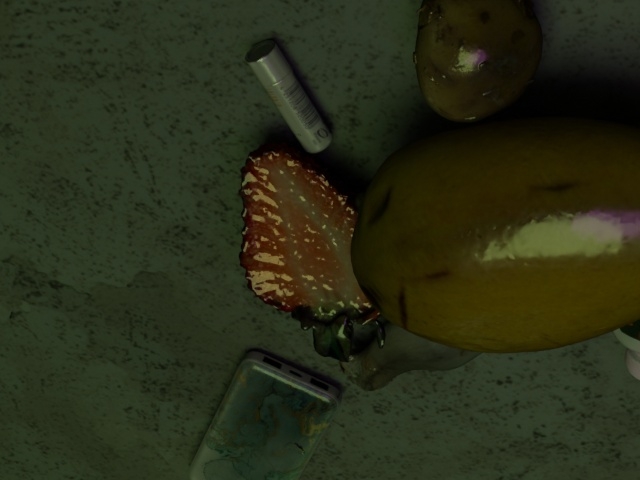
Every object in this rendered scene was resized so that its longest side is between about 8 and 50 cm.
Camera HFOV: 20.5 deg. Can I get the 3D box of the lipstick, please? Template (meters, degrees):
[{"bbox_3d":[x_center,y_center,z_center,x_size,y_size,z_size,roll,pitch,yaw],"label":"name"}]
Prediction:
[{"bbox_3d":[-0.033,-0.160,1.987,0.040,0.040,0.141,-16,125,29],"label":"lipstick"}]

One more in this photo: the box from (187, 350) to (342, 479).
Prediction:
[{"bbox_3d":[-0.078,0.264,2.386,0.142,0.044,0.285,26,133,-1],"label":"box"}]

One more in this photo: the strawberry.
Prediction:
[{"bbox_3d":[0.000,0.000,2.086,0.188,0.106,0.286,-11,114,20],"label":"strawberry"}]

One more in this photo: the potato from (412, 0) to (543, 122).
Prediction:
[{"bbox_3d":[0.162,-0.196,1.835,0.137,0.137,0.176,-2,132,19],"label":"potato"}]

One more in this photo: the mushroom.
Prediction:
[{"bbox_3d":[0.118,0.130,2.168,0.225,0.093,0.116,-29,139,30],"label":"mushroom"}]

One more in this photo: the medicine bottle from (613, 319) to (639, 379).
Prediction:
[{"bbox_3d":[0.395,0.069,2.034,0.115,0.078,0.219,15,134,14],"label":"medicine bottle"}]

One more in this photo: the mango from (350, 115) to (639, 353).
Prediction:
[{"bbox_3d":[0.245,-0.002,1.882,0.445,0.220,0.301,-1,143,26],"label":"mango"}]
